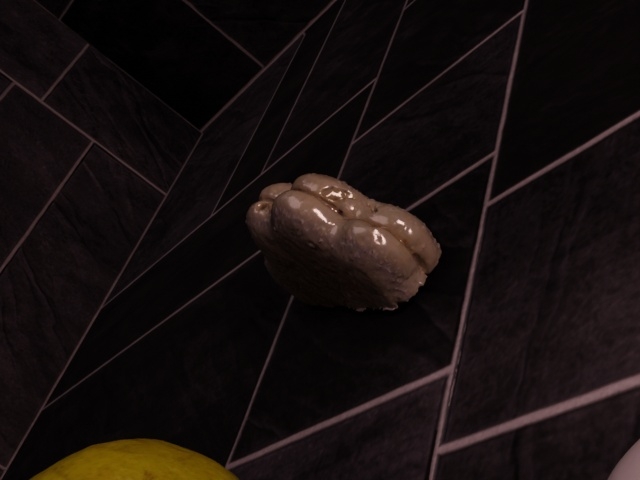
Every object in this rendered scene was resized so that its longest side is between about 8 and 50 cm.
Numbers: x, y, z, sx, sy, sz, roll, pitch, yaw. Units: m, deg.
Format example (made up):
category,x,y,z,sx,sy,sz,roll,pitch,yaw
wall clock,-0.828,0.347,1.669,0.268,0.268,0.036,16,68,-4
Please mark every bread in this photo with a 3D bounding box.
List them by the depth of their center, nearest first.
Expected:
category,x,y,z,sx,sy,sz,roll,pitch,yaw
bread,0.004,-0.002,1.080,0.102,0.183,0.337,-50,17,-21

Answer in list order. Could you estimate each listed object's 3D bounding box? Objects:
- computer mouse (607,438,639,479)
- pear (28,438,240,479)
category,x,y,z,sx,sy,sz,roll,pitch,yaw
computer mouse,0.238,0.125,0.375,0.297,0.121,0.184,-35,24,45
pear,-0.148,0.326,0.706,0.287,0.287,0.375,-53,32,-4
